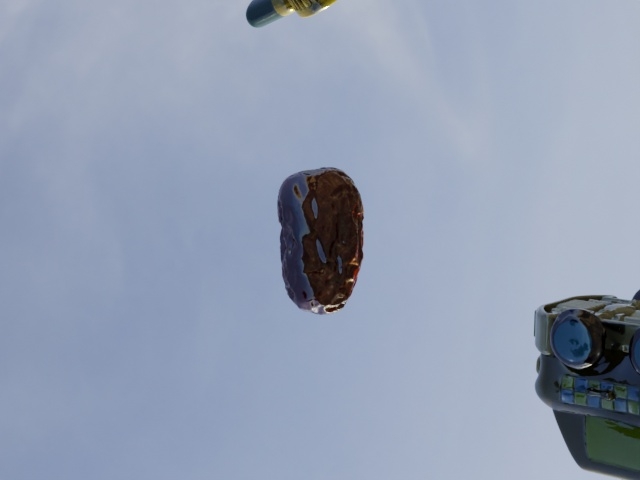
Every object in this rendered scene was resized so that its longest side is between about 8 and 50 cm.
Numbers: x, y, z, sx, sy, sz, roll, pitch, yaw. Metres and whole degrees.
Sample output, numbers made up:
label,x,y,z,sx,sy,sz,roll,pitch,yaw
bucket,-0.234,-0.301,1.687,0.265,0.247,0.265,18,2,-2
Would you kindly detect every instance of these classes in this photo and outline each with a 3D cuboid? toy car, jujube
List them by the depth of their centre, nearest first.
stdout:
label,x,y,z,sx,sy,sz,roll,pitch,yaw
jujube,0.000,0.000,1.067,0.077,0.077,0.129,15,-110,-53
toy car,0.337,0.157,1.236,0.204,0.247,0.198,-9,-78,-49

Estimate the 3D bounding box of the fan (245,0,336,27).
label,x,y,z,sx,sy,sz,roll,pitch,yaw
fan,-0.026,-0.269,1.334,0.039,0.155,0.082,50,-132,-23
